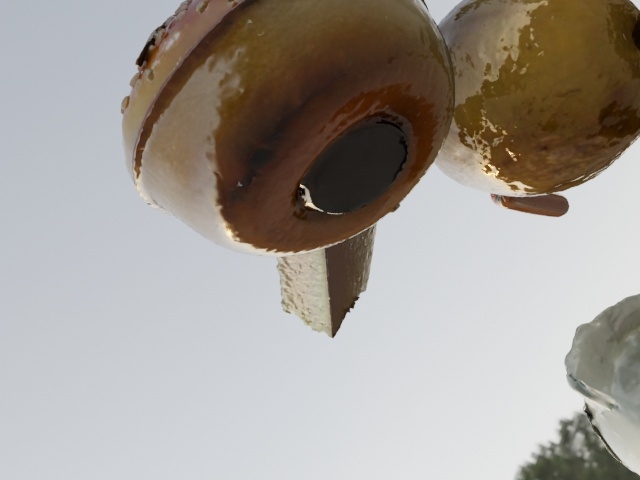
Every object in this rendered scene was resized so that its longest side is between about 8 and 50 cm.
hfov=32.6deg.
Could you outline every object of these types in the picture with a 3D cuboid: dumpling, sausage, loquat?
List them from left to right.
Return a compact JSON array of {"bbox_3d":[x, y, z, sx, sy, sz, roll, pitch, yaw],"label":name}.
[{"bbox_3d":[0.399,-0.076,2.075,0.348,0.053,0.053,6,-78,-58],"label":"sausage"},{"bbox_3d":[0.200,-0.141,1.020,0.238,0.238,0.193,7,-107,-61],"label":"loquat"},{"bbox_3d":[0.260,0.112,0.798,0.127,0.188,0.108,-46,7,-20],"label":"dumpling"}]

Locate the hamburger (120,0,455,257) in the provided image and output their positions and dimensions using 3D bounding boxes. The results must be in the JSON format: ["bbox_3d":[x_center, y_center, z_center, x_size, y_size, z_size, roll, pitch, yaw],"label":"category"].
[{"bbox_3d":[-0.020,-0.087,0.687,0.237,0.147,0.237,-28,-31,-18],"label":"hamburger"}]

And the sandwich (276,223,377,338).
[{"bbox_3d":[0.000,0.000,0.907,0.193,0.058,0.162,-16,-65,-70],"label":"sandwich"}]
